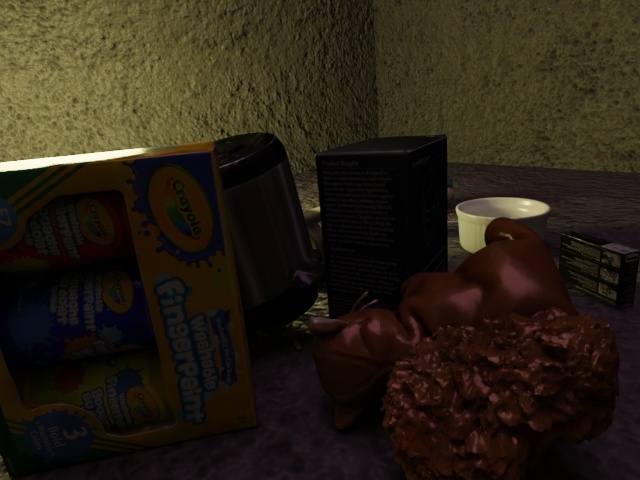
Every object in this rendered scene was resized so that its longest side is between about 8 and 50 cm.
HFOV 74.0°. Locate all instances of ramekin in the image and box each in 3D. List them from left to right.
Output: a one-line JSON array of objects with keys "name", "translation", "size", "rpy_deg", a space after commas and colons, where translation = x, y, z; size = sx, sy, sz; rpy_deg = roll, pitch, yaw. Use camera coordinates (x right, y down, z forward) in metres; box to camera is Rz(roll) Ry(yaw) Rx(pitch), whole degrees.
[{"name": "ramekin", "translation": [0.578, -0.044, 1.360], "size": [0.276, 0.135, 0.277], "rpy_deg": [-5, 18, 2]}]

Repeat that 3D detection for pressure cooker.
[{"name": "pressure cooker", "translation": [-0.198, 0.009, 0.936], "size": [0.375, 0.421, 0.370], "rpy_deg": [-19, 26, -10]}]

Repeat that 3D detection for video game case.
[{"name": "video game case", "translation": [0.548, -0.096, 1.727], "size": [0.183, 0.023, 0.201], "rpy_deg": [-3, 18, 6]}]

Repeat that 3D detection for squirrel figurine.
[{"name": "squirrel figurine", "translation": [0.167, 0.164, 0.608], "size": [0.369, 0.281, 0.397], "rpy_deg": [-11, 14, 4]}]

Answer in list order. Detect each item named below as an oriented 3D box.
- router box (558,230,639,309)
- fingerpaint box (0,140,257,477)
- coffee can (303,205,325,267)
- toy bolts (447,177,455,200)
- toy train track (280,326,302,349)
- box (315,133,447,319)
[{"name": "router box", "translation": [0.645, 0.063, 0.998], "size": [0.045, 0.134, 0.179], "rpy_deg": [-9, 18, -12]}, {"name": "fingerpaint box", "translation": [-0.310, 0.096, 0.648], "size": [0.370, 0.446, 0.163], "rpy_deg": [-8, 18, -10]}, {"name": "coffee can", "translation": [0.000, 0.000, 1.274], "size": [0.201, 0.202, 0.275], "rpy_deg": [8, 21, 36]}, {"name": "toy bolts", "translation": [0.500, -0.203, 1.917], "size": [0.228, 0.159, 0.218], "rpy_deg": [-30, -33, 24]}, {"name": "toy train track", "translation": [-0.058, 0.215, 0.921], "size": [0.048, 0.014, 0.083], "rpy_deg": [-4, 22, -20]}, {"name": "box", "translation": [0.162, -0.032, 1.005], "size": [0.211, 0.396, 0.293], "rpy_deg": [6, 20, 31]}]
